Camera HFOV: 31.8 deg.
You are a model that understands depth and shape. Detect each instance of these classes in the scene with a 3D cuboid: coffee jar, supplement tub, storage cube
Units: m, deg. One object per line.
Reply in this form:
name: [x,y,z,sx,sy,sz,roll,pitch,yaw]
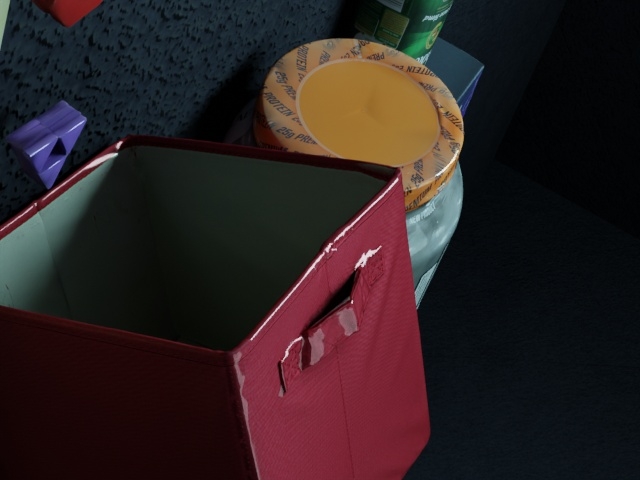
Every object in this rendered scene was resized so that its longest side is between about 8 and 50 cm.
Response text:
coffee jar: [0.062,-0.184,1.024,0.096,0.079,0.184,-47,164,-52]
supplement tub: [0.000,0.000,0.921,0.193,0.194,0.316,-52,167,-38]
storage cube: [-0.066,0.072,0.620,0.183,0.215,0.193,-47,137,-47]

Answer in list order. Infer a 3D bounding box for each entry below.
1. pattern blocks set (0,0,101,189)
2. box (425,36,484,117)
pattern blocks set: [-0.184,-0.018,0.408,0.285,0.026,0.325,-62,169,30]
box: [0.077,-0.109,1.235,0.153,0.108,0.207,-53,168,-33]
